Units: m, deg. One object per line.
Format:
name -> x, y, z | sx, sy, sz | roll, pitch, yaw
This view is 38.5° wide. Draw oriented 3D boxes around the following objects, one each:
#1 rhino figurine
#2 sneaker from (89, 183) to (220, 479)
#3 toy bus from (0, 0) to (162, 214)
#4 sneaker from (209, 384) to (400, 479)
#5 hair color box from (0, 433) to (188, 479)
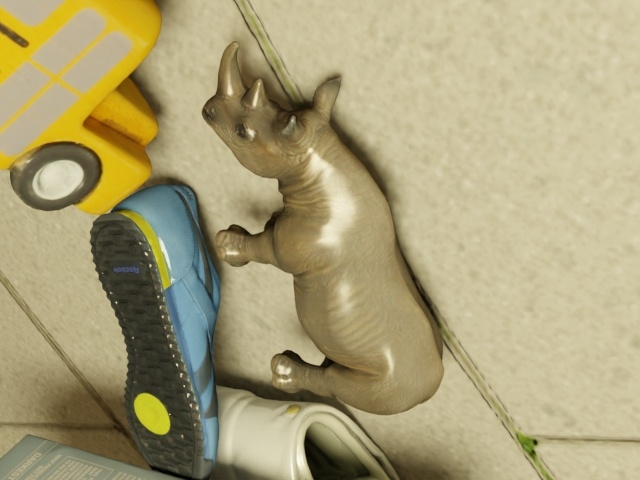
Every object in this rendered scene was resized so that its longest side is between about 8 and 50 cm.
rhino figurine -> 0.000, 0.000, 0.519 | 0.106, 0.073, 0.243 | -2, 119, 41
sneaker -> -0.090, 0.065, 0.609 | 0.069, 0.082, 0.209 | 3, 111, 32
toy bus -> -0.193, -0.133, 0.434 | 0.130, 0.332, 0.108 | -41, 55, 11
sneaker -> -0.007, 0.240, 0.680 | 0.169, 0.108, 0.293 | -2, 119, 40
hair color box -> -0.078, 0.263, 0.594 | 0.374, 0.113, 0.185 | 5, 124, 36
